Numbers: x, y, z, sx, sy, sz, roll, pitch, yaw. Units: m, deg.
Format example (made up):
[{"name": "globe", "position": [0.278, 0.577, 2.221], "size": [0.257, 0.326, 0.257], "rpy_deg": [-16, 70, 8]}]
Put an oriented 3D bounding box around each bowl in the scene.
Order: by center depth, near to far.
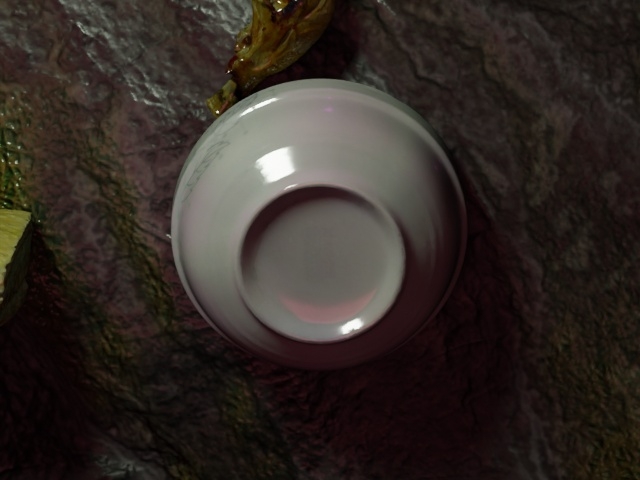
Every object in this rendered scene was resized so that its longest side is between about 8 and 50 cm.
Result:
[{"name": "bowl", "position": [0.000, 0.000, 1.798], "size": [0.287, 0.144, 0.287], "rpy_deg": [0, 106, -1]}]

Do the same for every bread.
[{"name": "bread", "position": [-0.350, 0.032, 1.815], "size": [0.138, 0.196, 0.102], "rpy_deg": [3, 104, -2]}]

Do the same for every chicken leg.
[{"name": "chicken leg", "position": [-0.056, -0.194, 1.828], "size": [0.093, 0.070, 0.178], "rpy_deg": [34, 110, -3]}]
